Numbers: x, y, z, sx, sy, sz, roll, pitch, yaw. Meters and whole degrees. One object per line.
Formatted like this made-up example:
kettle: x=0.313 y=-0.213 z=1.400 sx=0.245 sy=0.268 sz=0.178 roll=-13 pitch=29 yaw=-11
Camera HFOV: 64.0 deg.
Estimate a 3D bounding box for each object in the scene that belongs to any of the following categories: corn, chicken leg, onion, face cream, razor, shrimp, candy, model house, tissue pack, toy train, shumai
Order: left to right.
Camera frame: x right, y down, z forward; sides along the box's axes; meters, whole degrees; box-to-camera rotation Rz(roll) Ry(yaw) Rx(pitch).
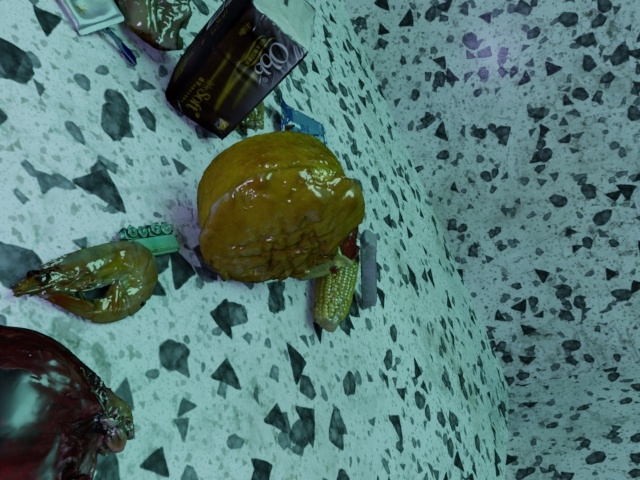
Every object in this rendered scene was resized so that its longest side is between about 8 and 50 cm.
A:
onion: x=-0.388 y=0.239 z=0.601 sx=0.281 sy=0.221 sz=0.281 roll=25 pitch=46 yaw=-29
face cream: x=-0.518 y=-0.553 z=1.074 sx=0.114 sy=0.070 sz=0.224 roll=-42 pitch=111 yaw=-35
shrimp: x=-0.389 y=0.075 z=0.876 sx=0.267 sy=0.061 sz=0.145 roll=-5 pitch=99 yaw=-62
razor: x=-0.467 y=-0.451 z=1.144 sx=0.154 sy=0.028 sz=0.044 roll=41 pitch=38 yaw=-42
shumai: x=-0.432 y=-0.616 z=1.238 sx=0.346 sy=0.217 sz=0.283 roll=-28 pitch=129 yaw=-50
toy train: x=-0.347 y=0.001 z=1.036 sx=0.148 sy=0.038 sz=0.071 roll=-15 pitch=87 yaw=-63
tissue pack: x=-0.194 y=-0.452 z=1.239 sx=0.198 sy=0.370 sz=0.210 roll=34 pitch=44 yaw=-28
chicken leg: x=-0.228 y=-0.344 z=1.462 sx=0.207 sy=0.085 sz=0.101 roll=-55 pitch=135 yaw=-48
candy: x=-0.050 y=-0.378 z=1.812 sx=0.331 sy=0.077 sz=0.187 roll=7 pitch=72 yaw=-59
model house: x=0.000 y=0.000 z=1.503 sx=0.160 sy=0.196 sz=0.254 roll=43 pitch=38 yaw=-39
corn: x=0.048 y=0.126 z=1.574 sx=0.130 sy=0.130 sz=0.347 roll=50 pitch=35 yaw=-32

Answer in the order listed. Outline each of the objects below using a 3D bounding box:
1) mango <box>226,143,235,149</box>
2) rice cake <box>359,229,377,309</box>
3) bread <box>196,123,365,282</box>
mango: x=-0.200 y=-0.196 z=1.381 sx=0.195 sy=0.098 sz=0.137 roll=-41 pitch=111 yaw=-56
rice cake: x=0.159 y=0.108 z=1.689 sx=0.365 sy=0.056 sz=0.073 roll=83 pitch=7 yaw=-47
bread: x=-0.105 y=-0.057 z=1.174 sx=0.398 sy=0.398 sz=0.215 roll=28 pitch=36 yaw=-52
